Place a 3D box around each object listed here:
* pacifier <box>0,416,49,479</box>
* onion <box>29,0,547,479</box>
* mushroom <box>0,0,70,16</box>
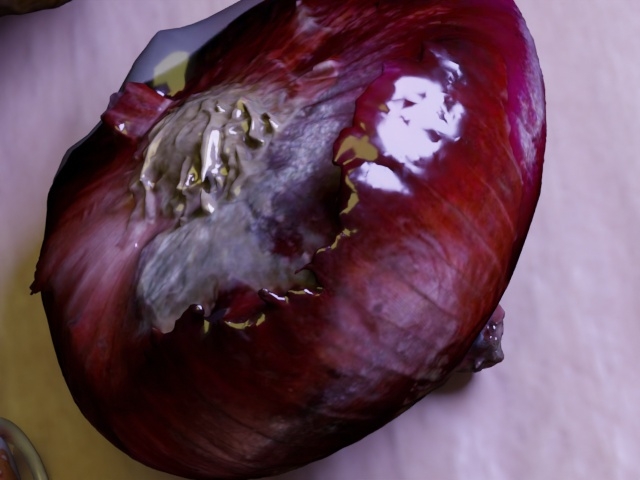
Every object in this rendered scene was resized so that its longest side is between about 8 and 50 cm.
[{"bbox_3d":[-0.169,0.121,0.919,0.078,0.081,0.099,-25,79,35],"label":"pacifier"},{"bbox_3d":[0.000,0.000,0.897,0.272,0.195,0.272,-31,30,20],"label":"onion"},{"bbox_3d":[-0.219,-0.181,1.007,0.263,0.195,0.283,-9,61,-15],"label":"mushroom"}]
